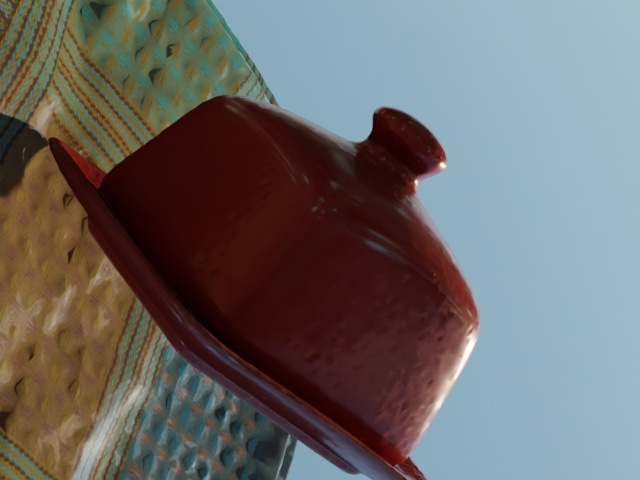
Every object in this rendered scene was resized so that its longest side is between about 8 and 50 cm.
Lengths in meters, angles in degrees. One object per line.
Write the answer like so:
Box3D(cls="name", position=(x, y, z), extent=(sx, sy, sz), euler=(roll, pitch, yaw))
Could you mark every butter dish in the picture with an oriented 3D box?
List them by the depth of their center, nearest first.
Box3D(cls="butter dish", position=(0.000, 0.000, 0.668), extent=(0.160, 0.118, 0.160), euler=(41, -177, -39))

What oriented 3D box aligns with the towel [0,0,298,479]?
Box3D(cls="towel", position=(-0.084, 0.015, 0.740), extent=(0.040, 0.370, 0.271), euler=(5, -118, 26))
